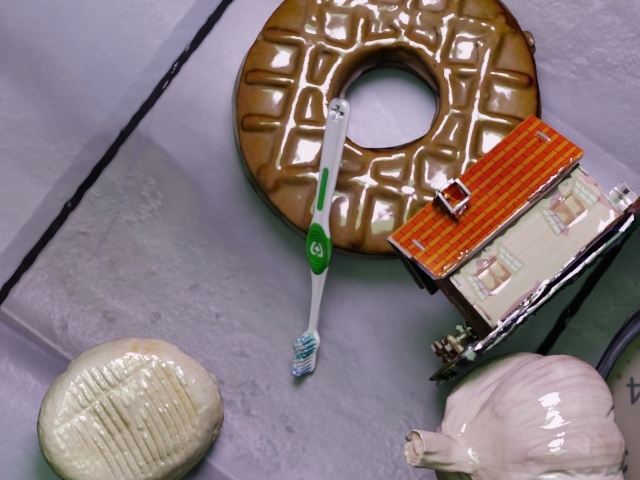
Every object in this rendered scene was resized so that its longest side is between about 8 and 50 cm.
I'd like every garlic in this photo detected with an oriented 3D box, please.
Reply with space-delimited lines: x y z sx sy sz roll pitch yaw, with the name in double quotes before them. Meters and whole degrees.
"garlic" 0.159 0.203 1.753 0.212 0.218 0.219 5 74 -32

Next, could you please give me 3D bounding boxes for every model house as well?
"model house" 0.184 -0.005 1.845 0.294 0.207 0.154 -40 87 -6

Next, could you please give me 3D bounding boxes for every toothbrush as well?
"toothbrush" 0.001 -0.001 1.880 0.030 0.030 0.304 12 113 8

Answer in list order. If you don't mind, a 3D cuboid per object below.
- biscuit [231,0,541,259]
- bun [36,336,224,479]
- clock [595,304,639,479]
"biscuit" 0.067 -0.137 1.953 0.332 0.103 0.332 -1 77 6
"bun" -0.193 0.179 1.904 0.188 0.111 0.164 -35 93 -7
"clock" 0.433 0.210 1.797 0.386 0.076 0.386 0 92 15
